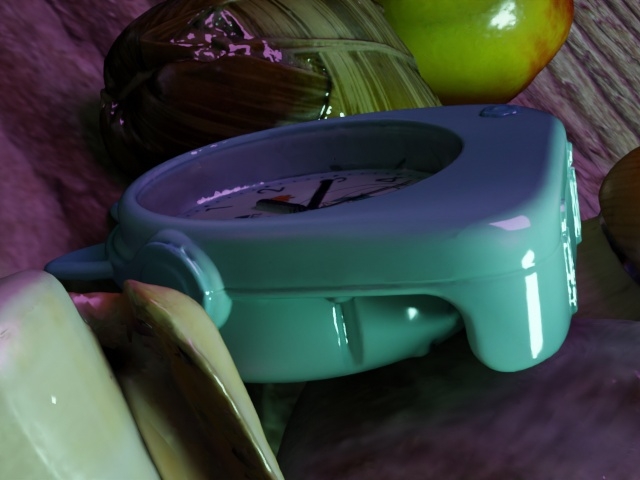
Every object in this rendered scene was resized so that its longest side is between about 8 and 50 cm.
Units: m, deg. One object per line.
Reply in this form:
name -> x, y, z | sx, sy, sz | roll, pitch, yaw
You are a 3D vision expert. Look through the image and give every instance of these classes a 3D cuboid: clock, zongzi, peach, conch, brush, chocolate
clock -> 0.000, 0.000, 0.733 | 0.223, 0.274, 0.094 | -55, 137, -66
zongzi -> 0.008, -0.053, 0.924 | 0.288, 0.134, 0.286 | 52, 32, 0
peach -> 0.113, -0.223, 1.214 | 0.231, 0.231, 0.231 | 34, 27, -20
conch -> -0.101, 0.111, 0.539 | 0.158, 0.127, 0.255 | -44, 117, -38
brush -> 0.301, 0.058, 1.118 | 0.266, 0.166, 0.174 | 44, 24, -1
chocolate -> 0.122, 0.102, 0.680 | 0.185, 0.303, 0.100 | -71, 157, -50
